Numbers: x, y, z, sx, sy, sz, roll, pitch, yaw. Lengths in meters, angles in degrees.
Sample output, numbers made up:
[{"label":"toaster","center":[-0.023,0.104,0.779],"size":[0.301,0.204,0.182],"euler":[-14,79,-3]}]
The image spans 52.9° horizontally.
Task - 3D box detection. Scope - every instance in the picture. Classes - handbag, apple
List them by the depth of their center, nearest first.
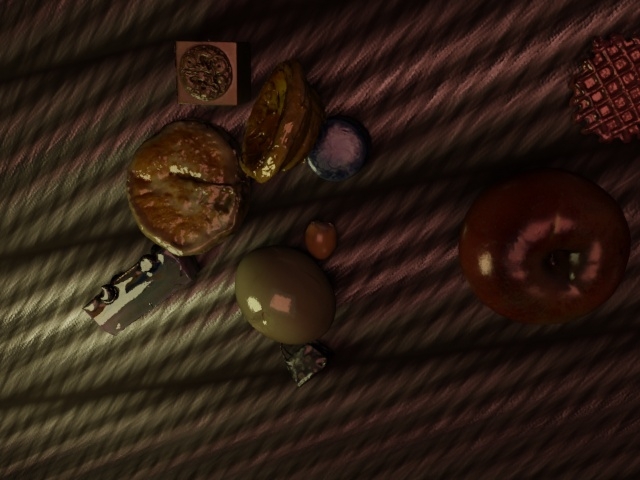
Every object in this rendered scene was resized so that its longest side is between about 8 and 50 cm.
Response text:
[{"label":"apple","center":[0.473,0.010,1.391],"size":[0.349,0.277,0.348],"euler":[2,107,6]},{"label":"handbag","center":[-0.049,0.291,1.679],"size":[0.115,0.072,0.139],"euler":[-43,82,20]}]

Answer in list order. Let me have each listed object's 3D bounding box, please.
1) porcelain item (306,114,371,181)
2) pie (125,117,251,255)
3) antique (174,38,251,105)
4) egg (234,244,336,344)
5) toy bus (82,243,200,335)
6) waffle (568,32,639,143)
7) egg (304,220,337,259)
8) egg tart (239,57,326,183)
[{"label":"porcelain item","center":[0.041,-0.214,1.488],"size":[0.147,0.114,0.147],"euler":[3,105,10]},{"label":"pie","center":[-0.322,-0.131,1.576],"size":[0.339,0.077,0.339],"euler":[0,88,7]},{"label":"antique","center":[-0.248,-0.385,1.474],"size":[0.152,0.148,0.146],"euler":[3,108,7]},{"label":"egg","center":[-0.086,0.131,1.553],"size":[0.269,0.219,0.219],"euler":[34,108,2]},{"label":"toy bus","center":[-0.461,0.118,1.676],"size":[0.317,0.112,0.138],"euler":[-33,102,18]},{"label":"waffle","center":[0.649,-0.321,1.381],"size":[0.221,0.055,0.234],"euler":[17,109,5]},{"label":"egg","center":[0.000,0.000,1.574],"size":[0.080,0.080,0.096],"euler":[15,116,6]},{"label":"egg tart","center":[-0.081,-0.258,1.433],"size":[0.115,0.290,0.290],"euler":[18,110,-26]}]
